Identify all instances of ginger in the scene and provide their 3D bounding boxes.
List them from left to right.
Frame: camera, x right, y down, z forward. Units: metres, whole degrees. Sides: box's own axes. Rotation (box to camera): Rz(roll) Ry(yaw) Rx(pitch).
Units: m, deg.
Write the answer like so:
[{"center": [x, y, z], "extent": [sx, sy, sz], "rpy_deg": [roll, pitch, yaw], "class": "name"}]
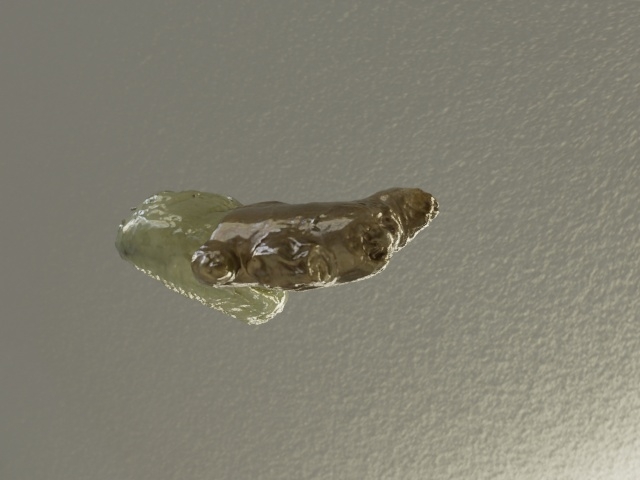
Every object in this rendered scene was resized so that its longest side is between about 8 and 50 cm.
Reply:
[{"center": [-0.001, 0.002, 0.592], "extent": [0.213, 0.137, 0.074], "rpy_deg": [-3, -61, 5], "class": "ginger"}]

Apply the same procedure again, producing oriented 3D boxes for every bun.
[{"center": [-0.131, 0.009, 0.830], "extent": [0.220, 0.220, 0.134], "rpy_deg": [22, -101, 26], "class": "bun"}]
